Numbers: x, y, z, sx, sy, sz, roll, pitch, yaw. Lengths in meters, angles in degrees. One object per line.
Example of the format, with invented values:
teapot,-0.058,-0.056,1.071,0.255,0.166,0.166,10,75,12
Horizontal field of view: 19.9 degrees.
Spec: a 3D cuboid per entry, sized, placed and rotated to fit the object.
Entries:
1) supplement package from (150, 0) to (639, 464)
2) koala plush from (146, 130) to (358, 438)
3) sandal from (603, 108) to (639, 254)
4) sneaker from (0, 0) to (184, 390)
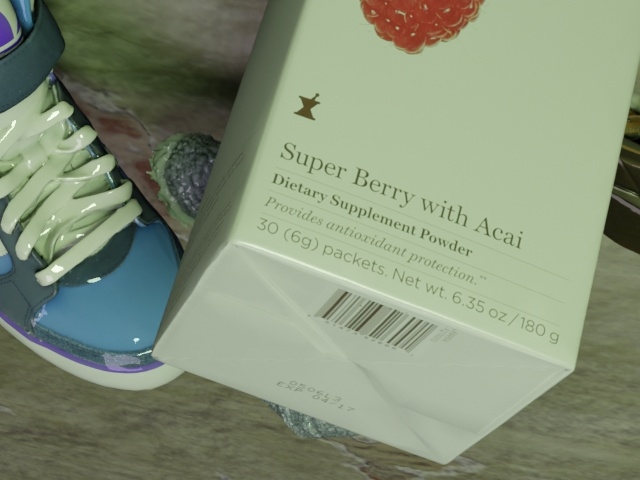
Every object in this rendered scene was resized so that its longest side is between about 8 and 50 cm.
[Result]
supplement package,0.050,-0.064,0.954,0.177,0.293,0.175,20,153,-9
koala plush,0.000,0.000,1.247,0.196,0.203,0.221,0,137,28
sandal,0.179,-0.055,1.172,0.219,0.060,0.090,27,149,11
sneaker,-0.195,-0.065,1.151,0.323,0.130,0.236,49,162,17
